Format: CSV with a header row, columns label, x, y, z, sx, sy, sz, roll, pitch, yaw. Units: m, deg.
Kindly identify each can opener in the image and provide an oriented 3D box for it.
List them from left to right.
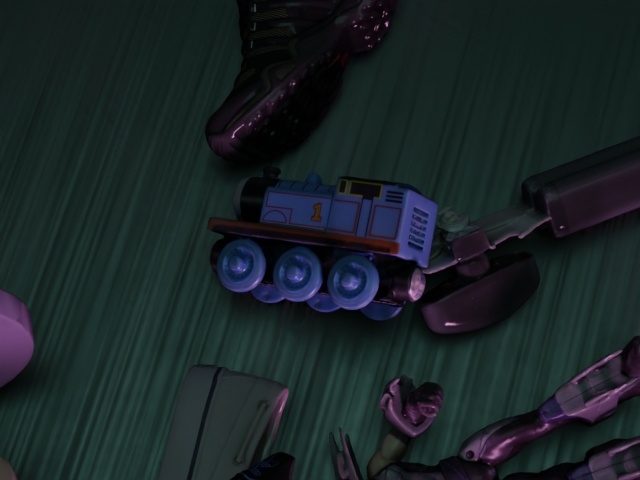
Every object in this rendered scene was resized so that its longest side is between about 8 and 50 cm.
label,x,y,z,sx,sy,sz,roll,pitch,yaw
can opener,0.196,-0.018,1.275,0.280,0.074,0.093,-25,107,-6

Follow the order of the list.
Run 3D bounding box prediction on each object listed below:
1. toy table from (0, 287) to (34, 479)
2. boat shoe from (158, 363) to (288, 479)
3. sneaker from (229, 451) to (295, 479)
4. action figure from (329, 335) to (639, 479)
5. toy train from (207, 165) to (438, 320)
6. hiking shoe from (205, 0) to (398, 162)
label,x,y,z,sx,sy,sz,roll,pitch,yaw
toy table,-0.341,0.140,1.138,0.274,0.252,0.161,-17,55,7
boat shoe,-0.079,0.224,1.176,0.088,0.096,0.267,7,63,8
sneaker,0.008,0.254,1.129,0.090,0.081,0.232,-43,110,-17
action figure,0.124,0.174,1.187,0.285,0.099,0.185,-24,82,-3
toy train,0.000,0.000,1.234,0.184,0.080,0.105,8,82,27
hiking shoe,-0.034,-0.161,1.321,0.114,0.086,0.227,31,68,24
